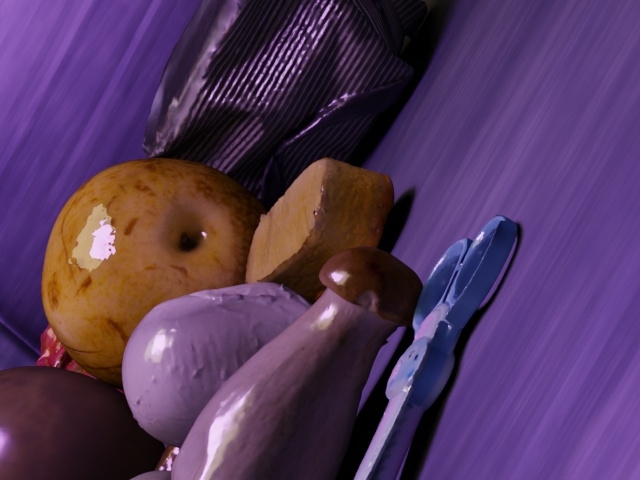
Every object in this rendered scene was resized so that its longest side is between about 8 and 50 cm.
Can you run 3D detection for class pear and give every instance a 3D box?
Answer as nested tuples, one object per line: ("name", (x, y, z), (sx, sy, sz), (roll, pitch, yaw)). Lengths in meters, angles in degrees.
("pear", (-0.174, 0.042, 1.895), (0.281, 0.280, 0.281), (-58, 11, 19))

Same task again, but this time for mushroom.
("mushroom", (-0.033, 0.161, 1.371), (0.350, 0.128, 0.128), (-58, 11, -2))

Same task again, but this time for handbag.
("handbag", (-0.038, -0.199, 1.959), (0.341, 0.240, 0.247), (-54, 15, 35))

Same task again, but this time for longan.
("longan", (-0.306, 0.283, 1.858), (0.319, 0.319, 0.319), (-58, 11, 19))

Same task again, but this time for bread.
("bread", (0.000, 0.000, 1.691), (0.245, 0.094, 0.102), (136, 150, -61))

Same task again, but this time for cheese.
("cheese", (-0.096, 0.122, 1.635), (0.198, 0.189, 0.154), (148, 116, -71))

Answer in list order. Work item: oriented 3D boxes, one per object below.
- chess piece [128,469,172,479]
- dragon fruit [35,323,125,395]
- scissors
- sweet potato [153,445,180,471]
("chess piece", (-0.207, 0.353, 1.608), (0.330, 0.182, 0.182), (-53, 13, 18))
("dragon fruit", (-0.283, 0.151, 2.313), (0.268, 0.205, 0.210), (-97, 25, -46))
("scissors", (0.075, 0.095, 1.253), (0.256, 0.030, 0.125), (-65, 11, -28))
("sweet potato", (-0.118, 0.209, 1.774), (0.273, 0.075, 0.075), (-62, 10, -17))
